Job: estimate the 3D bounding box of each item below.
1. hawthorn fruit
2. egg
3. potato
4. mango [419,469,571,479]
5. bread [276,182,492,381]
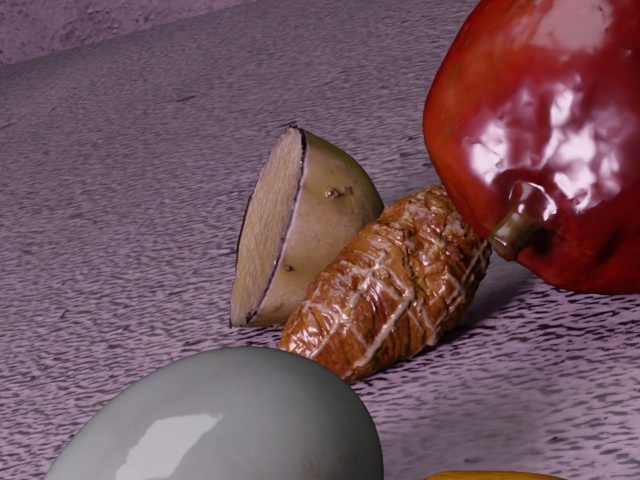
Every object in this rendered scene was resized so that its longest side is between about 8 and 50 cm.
[{"bbox_3d":[0.201,-0.085,1.217,0.265,0.265,0.307,-2,29,47],"label":"hawthorn fruit"},{"bbox_3d":[-0.066,0.155,0.941,0.231,0.168,0.168,-36,22,-28],"label":"egg"},{"bbox_3d":[0.000,0.000,1.433,0.117,0.182,0.202,14,-9,-12],"label":"potato"},{"bbox_3d":[0.042,0.182,0.815,0.252,0.126,0.154,-15,6,-7],"label":"mango"},{"bbox_3d":[0.061,0.035,1.270,0.233,0.105,0.076,-42,2,-18],"label":"bread"}]
